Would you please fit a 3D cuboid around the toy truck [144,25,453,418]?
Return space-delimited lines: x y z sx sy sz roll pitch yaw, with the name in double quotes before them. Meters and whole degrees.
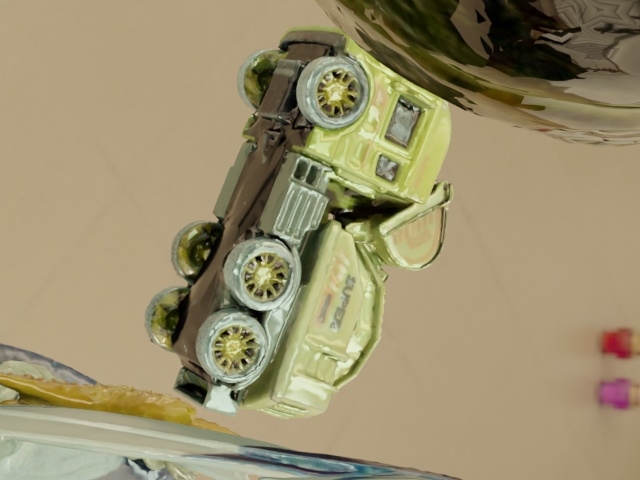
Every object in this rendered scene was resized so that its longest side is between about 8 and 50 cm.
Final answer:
"toy truck" 0.000 0.000 0.804 0.116 0.085 0.191 23 85 -28

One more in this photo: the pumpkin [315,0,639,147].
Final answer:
"pumpkin" 0.083 -0.175 0.380 0.320 0.192 0.320 -175 -90 -87

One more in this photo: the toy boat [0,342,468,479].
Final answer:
"toy boat" -0.070 0.069 0.496 0.220 0.291 0.067 19 81 -45
